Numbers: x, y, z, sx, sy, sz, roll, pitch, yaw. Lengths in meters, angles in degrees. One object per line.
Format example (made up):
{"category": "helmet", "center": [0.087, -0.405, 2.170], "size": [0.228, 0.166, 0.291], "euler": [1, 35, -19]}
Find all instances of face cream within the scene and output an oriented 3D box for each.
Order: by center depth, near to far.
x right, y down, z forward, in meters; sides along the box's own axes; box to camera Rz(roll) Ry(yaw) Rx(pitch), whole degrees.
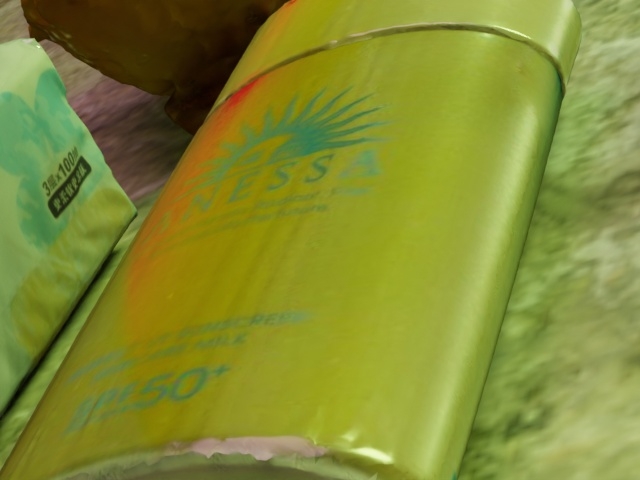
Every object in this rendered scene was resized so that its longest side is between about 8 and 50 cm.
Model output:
{"category": "face cream", "center": [0.000, 0.000, 0.563], "size": [0.139, 0.067, 0.285], "euler": [-14, 29, 25]}

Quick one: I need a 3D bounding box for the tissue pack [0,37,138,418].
{"category": "tissue pack", "center": [-0.197, 0.020, 0.643], "size": [0.159, 0.145, 0.229], "euler": [-14, 29, 32]}

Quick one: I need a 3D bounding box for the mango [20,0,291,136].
{"category": "mango", "center": [-0.039, -0.223, 0.728], "size": [0.201, 0.350, 0.199], "euler": [23, 19, 9]}
